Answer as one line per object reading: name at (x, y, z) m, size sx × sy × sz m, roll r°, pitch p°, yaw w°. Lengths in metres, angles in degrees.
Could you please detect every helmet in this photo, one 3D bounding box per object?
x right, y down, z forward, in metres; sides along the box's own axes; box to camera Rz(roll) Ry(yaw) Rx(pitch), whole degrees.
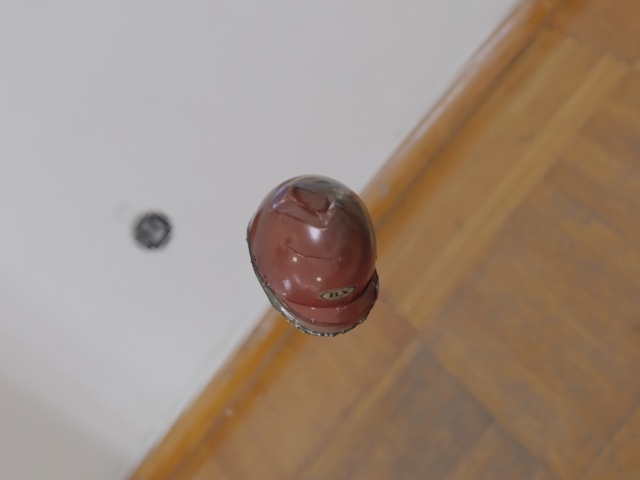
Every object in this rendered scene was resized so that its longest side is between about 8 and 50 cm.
helmet at (0.001, 0.001, 0.867) m, size 0.084 × 0.065 × 0.049 m, roll 64°, pitch 155°, yaw 23°
